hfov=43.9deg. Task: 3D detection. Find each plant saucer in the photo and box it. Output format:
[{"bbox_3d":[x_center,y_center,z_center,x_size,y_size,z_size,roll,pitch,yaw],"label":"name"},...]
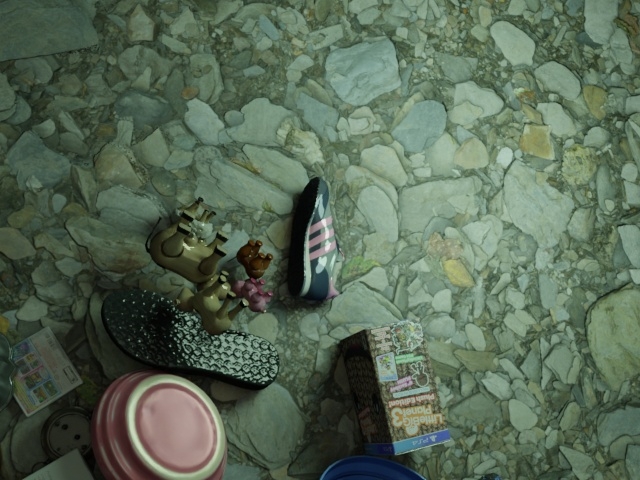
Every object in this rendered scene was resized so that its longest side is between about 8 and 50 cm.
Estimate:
[{"bbox_3d":[-0.332,0.422,1.733,0.332,0.084,0.332,29,39,-28],"label":"plant saucer"}]

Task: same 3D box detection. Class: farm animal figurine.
[{"bbox_3d":[-0.270,0.079,1.851,0.327,0.330,0.172,39,112,-2],"label":"farm animal figurine"}]

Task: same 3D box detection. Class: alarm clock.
[{"bbox_3d":[-0.568,0.451,1.769,0.129,0.064,0.192,40,73,-2],"label":"alarm clock"}]

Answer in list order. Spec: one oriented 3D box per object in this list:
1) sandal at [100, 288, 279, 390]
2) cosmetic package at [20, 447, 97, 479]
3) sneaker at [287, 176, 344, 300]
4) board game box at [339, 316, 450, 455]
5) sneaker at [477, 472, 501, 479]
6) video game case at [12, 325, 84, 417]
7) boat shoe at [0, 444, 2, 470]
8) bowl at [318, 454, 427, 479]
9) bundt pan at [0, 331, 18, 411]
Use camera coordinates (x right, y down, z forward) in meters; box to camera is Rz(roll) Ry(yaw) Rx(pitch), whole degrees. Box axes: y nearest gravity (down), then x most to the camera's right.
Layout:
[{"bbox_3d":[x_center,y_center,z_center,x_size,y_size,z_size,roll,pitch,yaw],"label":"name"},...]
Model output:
[{"bbox_3d":[-0.313,0.255,1.863,0.446,0.107,0.167,25,52,-20],"label":"sandal"},{"bbox_3d":[-0.549,0.567,1.672,0.184,0.151,0.151,-27,63,-20],"label":"cosmetic package"},{"bbox_3d":[0.000,0.000,2.027,0.131,0.112,0.319,16,74,-28],"label":"sneaker"},{"bbox_3d":[0.170,0.352,1.896,0.141,0.232,0.291,-10,78,-16],"label":"board game box"},{"bbox_3d":[0.408,0.685,1.960,0.087,0.083,0.221,23,76,-22],"label":"sneaker"},{"bbox_3d":[-0.644,0.298,1.811,0.143,0.019,0.157,-32,86,-20],"label":"video game case"},{"bbox_3d":[-0.728,0.515,1.703,0.073,0.073,0.207,1,74,-11],"label":"boat shoe"},{"bbox_3d":[0.151,0.658,1.776,0.391,0.077,0.391,20,29,-12],"label":"bowl"},{"bbox_3d":[-0.828,0.282,1.692,0.331,0.124,0.330,3,70,-10],"label":"bundt pan"}]
